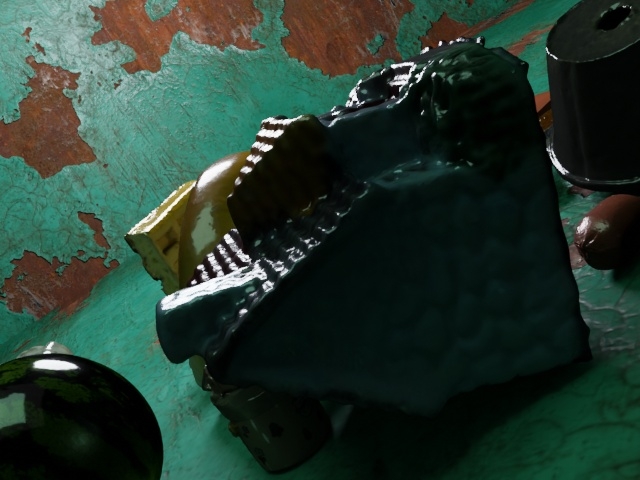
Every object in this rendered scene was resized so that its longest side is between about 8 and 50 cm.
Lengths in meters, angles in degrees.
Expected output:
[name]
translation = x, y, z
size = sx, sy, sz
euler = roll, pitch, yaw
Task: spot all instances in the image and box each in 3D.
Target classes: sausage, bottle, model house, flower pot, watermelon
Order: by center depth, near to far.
[model house]
translation = 0.000, 0.000, 0.757
size = 0.339, 0.297, 0.360
euler = -19, 13, -10
[sausage]
translation = 0.291, -0.009, 0.778
size = 0.054, 0.059, 0.094
euler = 18, 46, 44
[bottle]
translation = -0.066, 0.157, 0.816
size = 0.099, 0.152, 0.099
euler = -33, 14, 9
[watermelon]
translation = -0.296, 0.249, 0.831
size = 0.269, 0.269, 0.269
euler = -31, 14, 8
[flower pot]
translation = 0.374, -0.201, 0.920
size = 0.269, 0.166, 0.269
euler = -25, 34, 19

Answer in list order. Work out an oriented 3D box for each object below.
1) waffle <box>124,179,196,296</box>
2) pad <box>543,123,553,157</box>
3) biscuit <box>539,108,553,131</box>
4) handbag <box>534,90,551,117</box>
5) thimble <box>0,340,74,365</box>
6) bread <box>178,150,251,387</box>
[waffle]
translation = -0.193, 0.034, 1.330
size = 0.055, 0.247, 0.221
euler = -25, 17, 32
[pad]
translation = 0.406, -0.183, 1.067
size = 0.233, 0.022, 0.174
euler = -40, 20, -3
[biscuit]
translation = 0.400, -0.174, 1.133
size = 0.180, 0.039, 0.236
euler = -48, 24, -26
[handbag]
translation = 0.327, -0.200, 1.370
size = 0.127, 0.062, 0.190
euler = -42, 19, -31
[thimble]
translation = -0.423, 0.292, 1.068
size = 0.292, 0.195, 0.291
euler = -32, 15, 10
[bread]
translation = -0.069, 0.048, 1.145
size = 0.245, 0.328, 0.424
euler = 11, 21, 4
